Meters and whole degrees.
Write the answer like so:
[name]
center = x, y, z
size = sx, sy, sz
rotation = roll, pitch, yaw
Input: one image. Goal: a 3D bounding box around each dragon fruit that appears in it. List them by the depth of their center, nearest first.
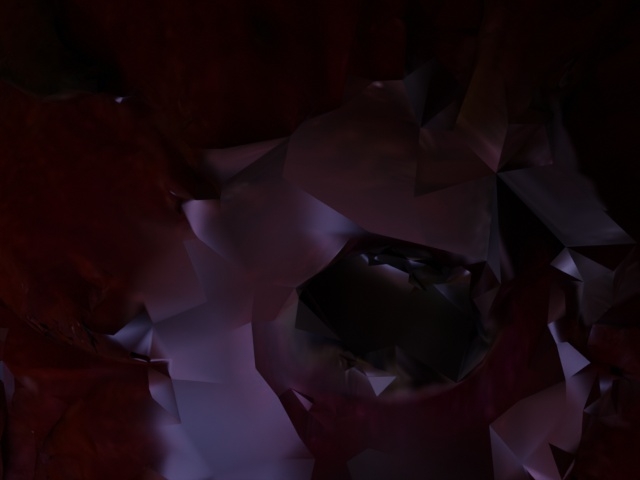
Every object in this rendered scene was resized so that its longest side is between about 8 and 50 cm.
[dragon fruit]
center = 0.000, 0.000, 0.591
size = 0.295, 0.302, 0.296
rotation = -1, 105, -5
